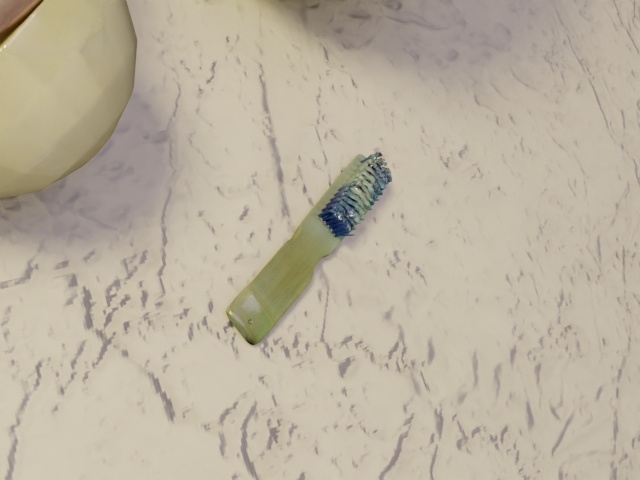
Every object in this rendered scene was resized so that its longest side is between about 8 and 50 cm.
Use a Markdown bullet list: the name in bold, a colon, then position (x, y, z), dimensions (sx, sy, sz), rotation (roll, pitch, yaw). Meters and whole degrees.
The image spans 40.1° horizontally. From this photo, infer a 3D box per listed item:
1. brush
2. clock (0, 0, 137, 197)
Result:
- **brush**: position (0.000, 0.000, 0.600), dimensions (0.033, 0.030, 0.178), rotation (55, 51, -21)
- **clock**: position (-0.252, -0.180, 0.383), dimensions (0.325, 0.184, 0.342), rotation (-7, 84, -42)
